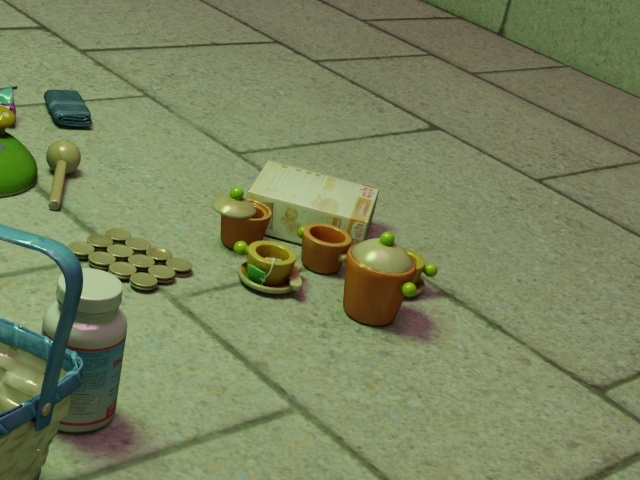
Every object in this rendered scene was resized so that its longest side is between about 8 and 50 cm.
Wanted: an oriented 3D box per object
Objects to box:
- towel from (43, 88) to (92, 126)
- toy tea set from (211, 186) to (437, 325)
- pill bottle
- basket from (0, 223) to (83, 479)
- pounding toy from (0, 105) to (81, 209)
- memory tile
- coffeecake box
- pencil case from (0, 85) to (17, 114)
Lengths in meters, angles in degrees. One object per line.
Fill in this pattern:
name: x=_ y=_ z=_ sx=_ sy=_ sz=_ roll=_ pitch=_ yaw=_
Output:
towel: x=-0.438 y=-0.227 z=1.979 sx=0.067 sy=0.029 sz=0.119 roll=1 pitch=28 yaw=-25
toy tea set: x=0.000 y=0.000 z=1.595 sx=0.336 sy=0.124 sz=0.200 roll=16 pitch=25 yaw=6
pill bottle: x=-0.249 y=0.114 z=1.195 sx=0.087 sy=0.160 sz=0.087 roll=11 pitch=25 yaw=-5
basket: x=-0.346 y=0.099 z=1.026 sx=0.255 sy=0.289 sz=0.201 roll=22 pitch=26 yaw=16
pounding toy: x=-0.481 y=-0.145 z=1.691 sx=0.237 sy=0.110 sz=0.183 roll=10 pitch=25 yaw=-5
memory tile: x=-0.258 y=0.025 z=1.554 sx=0.148 sy=0.012 sz=0.113 roll=24 pitch=27 yaw=24
coffeecake box: x=-0.013 y=-0.050 z=1.760 sx=0.185 sy=0.068 sz=0.142 roll=15 pitch=25 yaw=4
pencil case: x=-0.574 y=-0.226 z=1.868 sx=0.152 sy=0.064 sz=0.070 roll=1 pitch=11 yaw=-23
